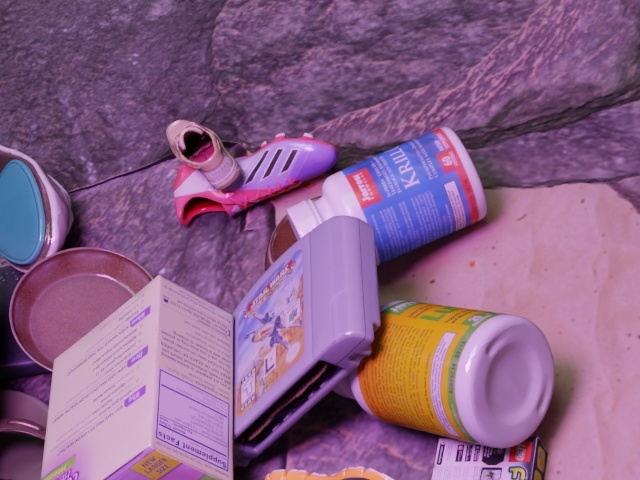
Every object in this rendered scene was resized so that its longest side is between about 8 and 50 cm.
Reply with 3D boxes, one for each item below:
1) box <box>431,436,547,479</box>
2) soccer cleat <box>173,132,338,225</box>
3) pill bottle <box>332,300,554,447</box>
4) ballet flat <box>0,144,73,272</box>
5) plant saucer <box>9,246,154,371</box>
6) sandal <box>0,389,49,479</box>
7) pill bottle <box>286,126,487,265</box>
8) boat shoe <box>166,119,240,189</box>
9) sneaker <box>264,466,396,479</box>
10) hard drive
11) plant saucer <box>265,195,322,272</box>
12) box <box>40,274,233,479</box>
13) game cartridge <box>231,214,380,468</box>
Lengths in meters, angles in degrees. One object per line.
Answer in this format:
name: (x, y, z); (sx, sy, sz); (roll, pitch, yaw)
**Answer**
box: (0.160, 0.298, 1.401); (0.114, 0.036, 0.207); (-5, 50, 27)
soccer cleat: (-0.088, -0.079, 1.855); (0.248, 0.083, 0.095); (-8, 64, 25)
pill bottle: (0.116, 0.136, 1.483); (0.245, 0.136, 0.136); (5, 54, 49)
ballet flat: (-0.437, -0.065, 1.999); (0.139, 0.139, 0.400); (-44, 44, -11)
plant saucer: (-0.302, 0.099, 1.795); (0.198, 0.036, 0.199); (4, 55, -6)
sandal: (-0.361, 0.267, 1.692); (0.120, 0.086, 0.302); (-43, 44, -10)
pill bottle: (0.077, -0.040, 1.661); (0.221, 0.124, 0.124); (-24, 43, -5)
boat shoe: (-0.165, -0.129, 1.843); (0.063, 0.059, 0.170); (-44, 41, -6)
sneaker: (0.021, 0.291, 1.455); (0.214, 0.084, 0.083); (-12, 49, 41)
hard drive: (-0.427, 0.114, 1.890); (0.254, 0.054, 0.172); (-5, 50, 25)
plant saucer: (0.000, 0.000, 1.763); (0.168, 0.029, 0.168); (-16, 45, 17)
box: (-0.210, 0.204, 1.588); (0.213, 0.117, 0.243); (-37, 37, 31)
game cartridge: (-0.038, 0.111, 1.563); (0.297, 0.062, 0.198); (-46, 36, 37)
